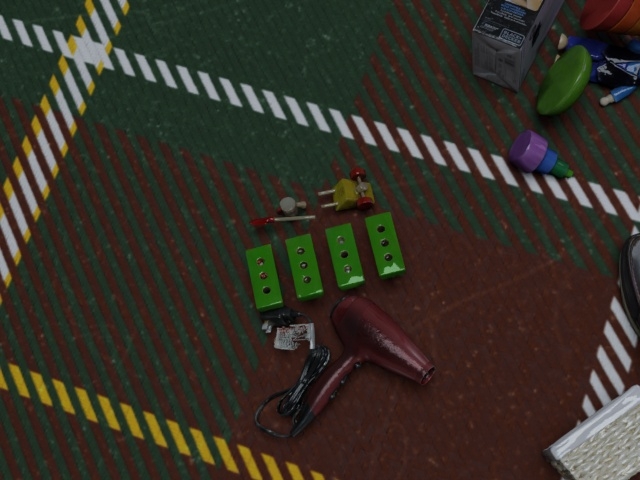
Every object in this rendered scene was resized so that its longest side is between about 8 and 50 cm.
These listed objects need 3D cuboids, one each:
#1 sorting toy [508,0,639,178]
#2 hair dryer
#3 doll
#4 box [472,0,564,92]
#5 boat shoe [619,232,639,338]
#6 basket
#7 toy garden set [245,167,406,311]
[{"bbox_3d":[0.450,-0.258,1.696,0.126,0.127,0.365,26,96,-15],"label":"sorting toy"},{"bbox_3d":[0.039,0.199,1.649,0.294,0.080,0.223,-6,76,20],"label":"hair dryer"},{"bbox_3d":[0.490,-0.290,1.749,0.189,0.046,0.129,15,87,12],"label":"doll"},{"bbox_3d":[0.356,-0.416,1.740,0.087,0.169,0.289,26,80,15],"label":"box"},{"bbox_3d":[0.557,0.142,1.571,0.132,0.130,0.355,-17,73,1],"label":"boat shoe"},{"bbox_3d":[0.431,0.307,1.547,0.167,0.113,0.103,-36,75,-4],"label":"basket"},{"bbox_3d":[0.000,0.000,1.706,0.244,0.049,0.203,-15,63,3],"label":"toy garden set"}]
